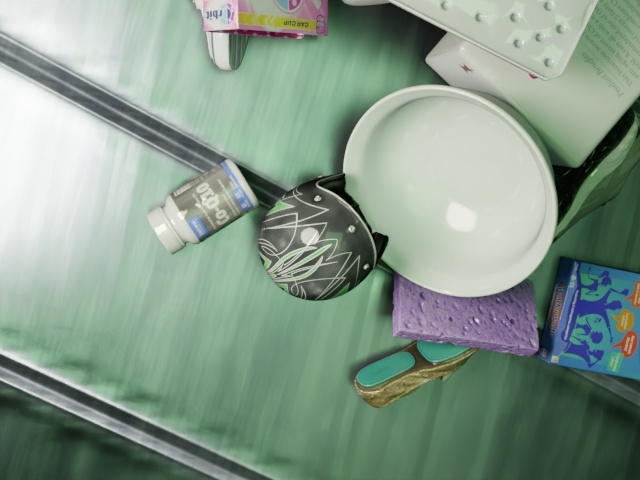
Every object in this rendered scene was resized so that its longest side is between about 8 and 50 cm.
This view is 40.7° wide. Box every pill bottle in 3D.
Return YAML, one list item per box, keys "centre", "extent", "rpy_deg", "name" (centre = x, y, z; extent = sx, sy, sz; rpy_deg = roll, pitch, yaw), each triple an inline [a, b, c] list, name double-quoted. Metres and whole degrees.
- centre: [-0.159, -0.044, 1.160]
  extent: [0.137, 0.078, 0.078]
  rpy_deg: [-33, 101, -4]
  name: "pill bottle"

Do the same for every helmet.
- centre: [0.000, 0.000, 1.128]
  extent: [0.169, 0.161, 0.169]
  rpy_deg: [8, 115, 18]
  name: "helmet"

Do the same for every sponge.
- centre: [0.207, 0.095, 1.232]
  extent: [0.210, 0.031, 0.117]
  rpy_deg: [10, 57, -11]
  name: "sponge"

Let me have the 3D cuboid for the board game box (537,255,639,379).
- centre: [0.449, 0.122, 1.301]
  extent: [0.210, 0.047, 0.160]
  rpy_deg: [11, 95, -12]
  name: "board game box"

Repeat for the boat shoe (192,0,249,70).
- centre: [-0.138, -0.339, 1.137]
  extent: [0.076, 0.083, 0.226]
  rpy_deg: [5, 96, 17]
  name: "boat shoe"

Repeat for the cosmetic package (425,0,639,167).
- centre: [0.386, -0.343, 1.172]
  extent: [0.230, 0.161, 0.453]
  rpy_deg: [42, 88, -13]
  name: "cosmetic package"

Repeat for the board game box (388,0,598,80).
- centre: [0.183, -0.439, 1.007]
  extent: [0.390, 0.050, 0.390]
  rpy_deg: [26, 89, -4]
  name: "board game box"

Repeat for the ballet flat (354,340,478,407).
- centre: [0.148, 0.184, 1.257]
  extent: [0.206, 0.073, 0.067]
  rpy_deg: [-22, 127, -4]
  name: "ballet flat"

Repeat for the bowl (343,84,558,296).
- centre: [0.190, -0.084, 1.156]
  extent: [0.134, 0.298, 0.298]
  rpy_deg: [-42, 106, -47]
  name: "bowl"

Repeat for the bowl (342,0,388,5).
- centre: [0.085, -0.398, 1.171]
  extent: [0.142, 0.053, 0.142]
  rpy_deg: [-11, 98, -7]
  name: "bowl"

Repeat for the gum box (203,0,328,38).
- centre: [-0.064, -0.318, 1.103]
  extent: [0.188, 0.062, 0.107]
  rpy_deg: [-12, 104, -50]
  name: "gum box"

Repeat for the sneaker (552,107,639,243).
- centre: [0.368, -0.065, 1.240]
  extent: [0.271, 0.100, 0.108]
  rpy_deg: [-47, 130, 6]
  name: "sneaker"
